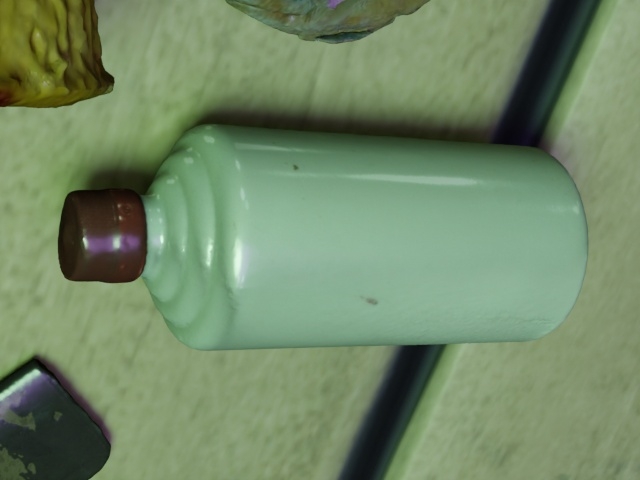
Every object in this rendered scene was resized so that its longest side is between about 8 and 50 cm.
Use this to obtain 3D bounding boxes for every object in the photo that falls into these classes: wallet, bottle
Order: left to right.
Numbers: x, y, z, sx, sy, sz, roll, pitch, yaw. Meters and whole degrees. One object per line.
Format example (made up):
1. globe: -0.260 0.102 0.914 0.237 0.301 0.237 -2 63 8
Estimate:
1. wallet: -0.181 0.128 0.628 0.156 0.018 0.082 -35 125 -7
2. bottle: 0.000 0.000 0.599 0.245 0.104 0.104 2 114 -27

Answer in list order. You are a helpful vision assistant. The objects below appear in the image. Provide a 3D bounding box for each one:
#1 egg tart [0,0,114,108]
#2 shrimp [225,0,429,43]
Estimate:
1. egg tart: -0.171 -0.113 0.412 0.215 0.215 0.171 1 99 -26
2. shrimp: -0.019 -0.145 0.556 0.223 0.047 0.126 -1 125 -27
